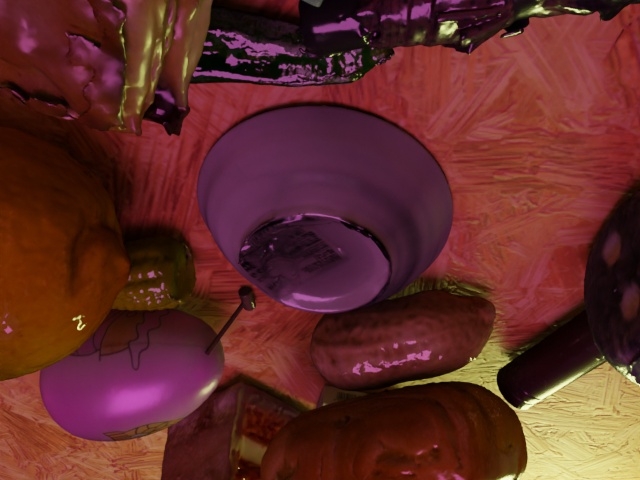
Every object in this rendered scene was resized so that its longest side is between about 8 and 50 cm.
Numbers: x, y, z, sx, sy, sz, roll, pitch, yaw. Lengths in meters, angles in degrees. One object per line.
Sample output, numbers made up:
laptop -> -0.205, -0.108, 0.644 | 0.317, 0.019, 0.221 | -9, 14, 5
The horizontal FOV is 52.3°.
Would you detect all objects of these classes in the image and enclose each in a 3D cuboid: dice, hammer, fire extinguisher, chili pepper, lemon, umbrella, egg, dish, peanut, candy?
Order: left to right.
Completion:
lemon -> -0.365, 0.014, 0.708 | 0.296, 0.297, 0.297 | 4, 137, 4
candy -> -0.267, 0.049, 0.870 | 0.209, 0.097, 0.097 | -6, 136, 23
egg -> -0.271, 0.185, 0.938 | 0.271, 0.196, 0.196 | -23, 129, 25
hammer -> -0.125, 0.115, 0.904 | 0.019, 0.110, 0.036 | 16, 143, 24
chili pepper -> -0.043, -0.184, 0.608 | 0.226, 0.059, 0.088 | 3, 126, 0
dish -> 0.000, 0.000, 0.761 | 0.316, 0.106, 0.317 | 4, 138, 4
peanut -> 0.110, 0.129, 0.878 | 0.253, 0.137, 0.122 | -16, 90, 23
umbrella -> 0.138, -0.202, 0.532 | 0.325, 0.090, 0.094 | -9, 133, 14
fire extinguisher -> 0.360, 0.144, 0.896 | 0.089, 0.072, 0.268 | -4, 147, -36
dice -> 0.408, 0.053, 0.703 | 0.182, 0.183, 0.182 | 10, 136, -4

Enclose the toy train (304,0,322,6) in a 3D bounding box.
toy train -> -0.060, -0.254, 0.498 | 0.178, 0.105, 0.071 | 21, 140, -12

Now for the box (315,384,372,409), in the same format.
box -> 0.072, 0.296, 1.119 | 0.154, 0.040, 0.084 | 11, 135, -5

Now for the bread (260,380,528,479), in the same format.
bread -> 0.102, 0.289, 0.929 | 0.327, 0.148, 0.337 | -16, 159, 29

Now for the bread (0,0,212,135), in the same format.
bread -> -0.216, -0.223, 0.420 | 0.324, 0.167, 0.278 | 40, 138, 16

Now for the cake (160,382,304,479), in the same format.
cake -> -0.106, 0.421, 1.141 | 0.308, 0.237, 0.230 | 31, 136, -27
